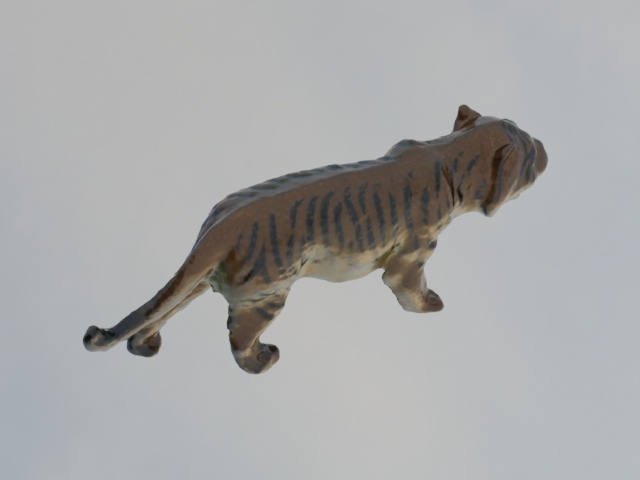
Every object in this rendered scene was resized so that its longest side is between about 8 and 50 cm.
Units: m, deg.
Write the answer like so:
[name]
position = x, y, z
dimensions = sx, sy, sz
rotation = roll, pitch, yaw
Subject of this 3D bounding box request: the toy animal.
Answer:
[toy animal]
position = 0.000, 0.000, 0.794
dimensions = 0.241, 0.099, 0.057
rotation = -16, -131, -29
